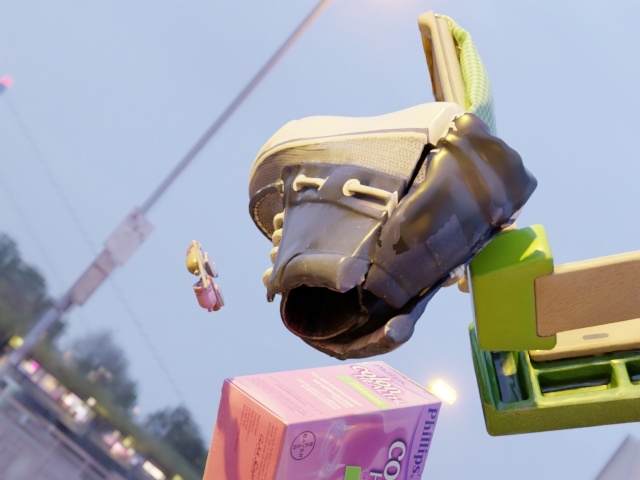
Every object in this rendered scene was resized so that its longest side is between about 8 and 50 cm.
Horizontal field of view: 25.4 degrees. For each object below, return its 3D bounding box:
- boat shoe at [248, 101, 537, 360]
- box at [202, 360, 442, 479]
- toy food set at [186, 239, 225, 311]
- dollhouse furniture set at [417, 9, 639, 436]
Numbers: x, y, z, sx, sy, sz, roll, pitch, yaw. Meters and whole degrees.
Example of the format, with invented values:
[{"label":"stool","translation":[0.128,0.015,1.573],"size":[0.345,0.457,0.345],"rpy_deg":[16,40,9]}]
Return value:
[{"label":"boat shoe","translation":[0.000,0.000,1.020],"size":[0.127,0.158,0.340],"rpy_deg":[45,-21,-14]},{"label":"box","translation":[-0.005,0.266,1.629],"size":[0.243,0.213,0.117],"rpy_deg":[-2,22,-43]},{"label":"toy food set","translation":[-0.125,0.044,1.529],"size":[0.122,0.019,0.078],"rpy_deg":[67,6,-71]},{"label":"dollhouse furniture set","translation":[0.175,-0.029,1.094],"size":[0.301,0.151,0.197],"rpy_deg":[-96,176,-46]}]
